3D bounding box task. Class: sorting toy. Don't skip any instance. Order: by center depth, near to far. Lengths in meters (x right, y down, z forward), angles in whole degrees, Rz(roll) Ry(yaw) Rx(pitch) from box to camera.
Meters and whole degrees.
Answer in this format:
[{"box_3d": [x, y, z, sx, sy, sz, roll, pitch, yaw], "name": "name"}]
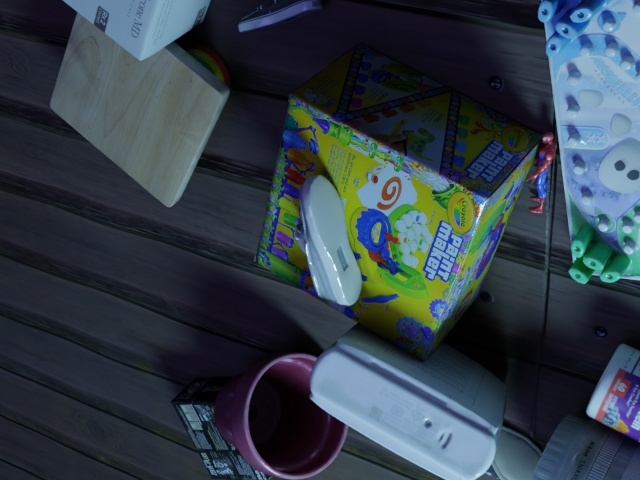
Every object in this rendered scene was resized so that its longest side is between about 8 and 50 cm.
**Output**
[{"box_3d": [-0.257, -0.225, 1.624, 0.255, 0.089, 0.257, 40, 136, 6], "name": "sorting toy"}]

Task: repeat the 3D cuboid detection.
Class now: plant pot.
[{"box_3d": [-0.081, 0.286, 1.800, 0.180, 0.201, 0.201, -9, 115, 57], "name": "plant pot"}]

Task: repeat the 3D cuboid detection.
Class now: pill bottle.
[{"box_3d": [0.452, 0.222, 1.396, 0.193, 0.108, 0.108, 27, 133, 19], "name": "pill bottle"}]

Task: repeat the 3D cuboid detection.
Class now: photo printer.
[{"box_3d": [0.132, 0.204, 1.500, 0.256, 0.307, 0.107, 28, 100, 8], "name": "photo printer"}]

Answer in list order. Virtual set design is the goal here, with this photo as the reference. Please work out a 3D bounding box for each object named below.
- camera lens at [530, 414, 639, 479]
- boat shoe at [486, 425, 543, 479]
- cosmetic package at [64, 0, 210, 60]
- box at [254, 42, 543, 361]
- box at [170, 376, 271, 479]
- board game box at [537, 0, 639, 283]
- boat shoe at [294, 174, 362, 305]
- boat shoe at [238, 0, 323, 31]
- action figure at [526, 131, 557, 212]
[{"box_3d": [0.423, 0.378, 1.450, 0.274, 0.219, 0.219, 22, 131, 23], "name": "camera lens"}, {"box_3d": [0.265, 0.319, 1.651, 0.206, 0.075, 0.065, 34, 165, 11], "name": "boat shoe"}, {"box_3d": [-0.247, -0.375, 1.462, 0.183, 0.151, 0.151, 38, 137, 8], "name": "cosmetic package"}, {"box_3d": [0.093, -0.049, 1.422, 0.279, 0.177, 0.290, 30, 133, 16], "name": "box"}, {"box_3d": [-0.163, 0.342, 1.970, 0.147, 0.077, 0.180, -9, 114, 40], "name": "box"}, {"box_3d": [0.444, -0.100, 1.211, 0.389, 0.050, 0.390, 6, 124, 33], "name": "board game box"}, {"box_3d": [0.000, 0.000, 1.362, 0.063, 0.066, 0.184, 3, 131, 33], "name": "boat shoe"}, {"box_3d": [-0.055, -0.310, 1.445, 0.142, 0.049, 0.040, -10, 95, 39], "name": "boat shoe"}, {"box_3d": [0.276, -0.088, 1.352, 0.030, 0.038, 0.115, 16, 133, 12], "name": "action figure"}]
